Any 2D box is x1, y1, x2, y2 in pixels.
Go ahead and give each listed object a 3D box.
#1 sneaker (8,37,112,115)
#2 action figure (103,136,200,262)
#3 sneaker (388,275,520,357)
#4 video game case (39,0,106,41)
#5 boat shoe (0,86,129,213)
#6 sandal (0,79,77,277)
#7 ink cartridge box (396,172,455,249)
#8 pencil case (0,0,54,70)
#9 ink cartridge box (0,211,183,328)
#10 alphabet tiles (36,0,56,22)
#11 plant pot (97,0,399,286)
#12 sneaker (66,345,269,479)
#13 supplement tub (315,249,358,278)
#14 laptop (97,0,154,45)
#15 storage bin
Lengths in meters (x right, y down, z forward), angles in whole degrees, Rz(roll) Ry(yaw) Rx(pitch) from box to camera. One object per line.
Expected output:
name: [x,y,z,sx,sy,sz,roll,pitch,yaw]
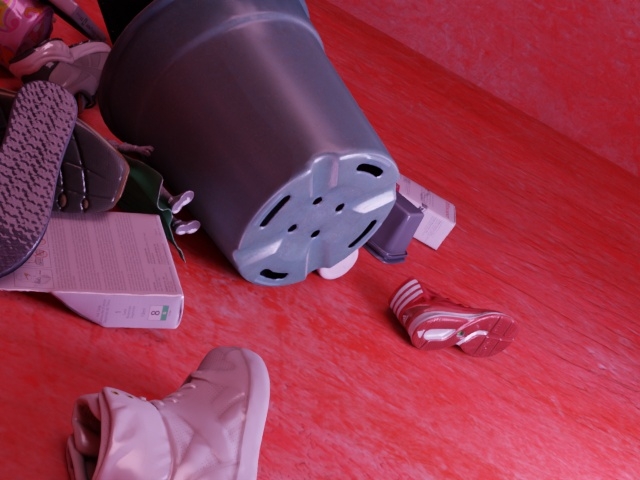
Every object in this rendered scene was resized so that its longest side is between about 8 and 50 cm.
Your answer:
sneaker: [-0.371,-0.236,1.681,0.108,0.100,0.271,64,15,-5]
action figure: [-0.245,-0.081,1.479,0.063,0.137,0.232,-30,45,-28]
sneaker: [0.195,0.102,1.693,0.221,0.087,0.128,13,30,-42]
video game case: [-0.433,-0.387,1.721,0.212,0.023,0.193,38,-2,4]
boat shoe: [-0.383,-0.132,1.352,0.324,0.122,0.120,22,12,-3]
sandal: [-0.330,-0.058,1.233,0.097,0.054,0.254,25,60,-9]
ink cartridge box: [0.162,-0.059,2.024,0.150,0.063,0.109,30,21,-6]
pencil case: [-0.537,-0.361,1.664,0.284,0.124,0.124,30,22,-1]
ink cartridge box: [-0.281,0.028,1.290,0.225,0.056,0.181,2,32,-19]
alphabet tiles: [-0.551,-0.446,1.810,0.278,0.021,0.284,38,-2,-2]
plant pot: [-0.083,-0.138,1.556,0.341,0.341,0.334,5,42,-48]
sneaker: [-0.146,0.164,1.071,0.169,0.108,0.292,29,23,-15]
supplement tub: [0.000,0.000,1.669,0.071,0.071,0.107,7,31,-47]
laptop: [-0.185,-0.271,1.978,0.408,0.236,0.382,0,32,-20]
storage bin: [0.097,-0.039,1.856,0.135,0.091,0.098,41,23,25]
